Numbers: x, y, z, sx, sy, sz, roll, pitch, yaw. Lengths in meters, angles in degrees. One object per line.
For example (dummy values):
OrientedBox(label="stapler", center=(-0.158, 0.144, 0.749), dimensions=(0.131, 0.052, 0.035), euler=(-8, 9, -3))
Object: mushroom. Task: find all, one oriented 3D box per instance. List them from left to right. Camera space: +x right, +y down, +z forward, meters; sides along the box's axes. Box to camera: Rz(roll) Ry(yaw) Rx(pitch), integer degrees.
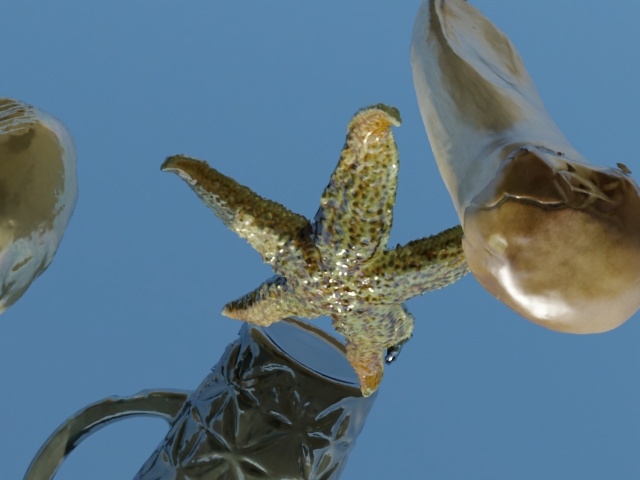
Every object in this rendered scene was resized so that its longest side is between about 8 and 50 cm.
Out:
OrientedBox(label="mushroom", center=(0.078, -0.041, 0.809), dimensions=(0.084, 0.071, 0.209), euler=(16, -153, -23))

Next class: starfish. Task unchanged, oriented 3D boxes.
OrientedBox(label="starfish", center=(0.000, 0.000, 0.917), dimensions=(0.176, 0.208, 0.053), euler=(25, -135, -12))

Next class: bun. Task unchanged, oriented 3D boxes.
OrientedBox(label="bun", center=(-0.232, -0.007, 1.107), dimensions=(0.193, 0.128, 0.178), euler=(-20, -158, -13))

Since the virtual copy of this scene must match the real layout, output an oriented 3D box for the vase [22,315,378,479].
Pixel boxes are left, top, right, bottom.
OrientedBox(label="vase", center=(-0.085, 0.191, 1.301), dimensions=(0.251, 0.301, 0.156), euler=(35, -164, 14))
